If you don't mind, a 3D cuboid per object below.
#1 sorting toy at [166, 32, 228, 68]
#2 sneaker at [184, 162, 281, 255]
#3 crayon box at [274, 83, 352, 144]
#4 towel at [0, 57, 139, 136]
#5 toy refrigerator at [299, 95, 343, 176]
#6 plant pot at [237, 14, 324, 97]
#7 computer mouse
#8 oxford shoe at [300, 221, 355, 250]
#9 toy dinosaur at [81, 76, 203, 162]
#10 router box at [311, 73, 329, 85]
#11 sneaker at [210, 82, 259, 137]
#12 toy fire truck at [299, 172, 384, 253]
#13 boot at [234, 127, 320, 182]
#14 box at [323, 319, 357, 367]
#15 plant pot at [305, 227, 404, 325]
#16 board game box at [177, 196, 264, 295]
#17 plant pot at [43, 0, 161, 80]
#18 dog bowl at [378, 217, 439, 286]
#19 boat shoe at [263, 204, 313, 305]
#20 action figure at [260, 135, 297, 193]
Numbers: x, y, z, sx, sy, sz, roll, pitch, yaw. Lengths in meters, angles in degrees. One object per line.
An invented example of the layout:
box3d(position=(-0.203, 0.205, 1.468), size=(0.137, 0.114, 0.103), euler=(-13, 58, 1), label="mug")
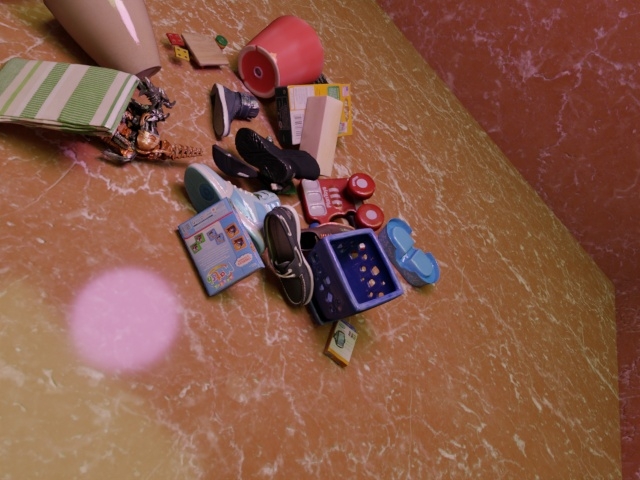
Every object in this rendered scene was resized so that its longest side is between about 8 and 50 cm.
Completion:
box3d(position=(-0.423, -0.666, 1.638), size=(0.274, 0.046, 0.132), euler=(-26, 81, -49), label="sorting toy")
box3d(position=(-0.241, -0.121, 1.360), size=(0.319, 0.127, 0.208), euler=(53, 42, -14), label="sneaker")
box3d(position=(-0.019, -0.482, 1.745), size=(0.323, 0.083, 0.203), euler=(-19, 113, -40), label="crayon box")
box3d(position=(-0.633, -0.351, 1.120), size=(0.324, 0.038, 0.248), euler=(5, 52, -2), label="towel")
box3d(position=(-0.001, -0.371, 1.657), size=(0.094, 0.102, 0.270), euler=(6, 95, -46), label="toy refrigerator")
box3d(position=(-0.163, -0.675, 1.741), size=(0.275, 0.275, 0.243), euler=(47, 51, -5), label="plant pot")
box3d(position=(-0.219, -0.194, 1.387), size=(0.184, 0.060, 0.262), euler=(35, 4, 18), label="computer mouse")
box3d(position=(0.000, 0.000, 1.446), size=(0.271, 0.098, 0.097), euler=(-7, 103, -20), label="oxford shoe")
box3d(position=(-0.495, -0.299, 1.274), size=(0.322, 0.164, 0.218), euler=(30, 58, -49), label="toy dinosaur")
box3d(position=(-0.042, -0.717, 2.018), size=(0.133, 0.046, 0.179), euler=(-19, 76, -48), label="router box")
box3d(position=(-0.280, -0.427, 1.567), size=(0.163, 0.086, 0.226), euler=(11, 54, -34), label="sneaker")
box3d(position=(0.066, -0.091, 1.610), size=(0.253, 0.169, 0.302), euler=(-5, 64, -15), label="toy fire truck")
box3d(position=(-0.135, -0.273, 1.501), size=(0.246, 0.094, 0.207), euler=(40, 25, 18), label="boot")
box3d(position=(0.064, 0.306, 1.401), size=(0.081, 0.028, 0.136), euler=(40, 40, -13), label="box")
box3d(position=(0.071, 0.120, 1.398), size=(0.236, 0.212, 0.236), euler=(-10, 70, -45), label="plant pot")
box3d(position=(-0.264, 0.016, 1.218), size=(0.212, 0.160, 0.039), euler=(62, 8, 12), label="board game box")
box3d(position=(-0.584, -0.598, 1.321), size=(0.274, 0.256, 0.256), euler=(61, 39, -14), label="plant pot")
box3d(position=(0.338, 0.054, 1.792), size=(0.297, 0.074, 0.166), euler=(51, 41, 0), label="dog bowl")
box3d(position=(-0.100, 0.054, 1.308), size=(0.091, 0.114, 0.303), euler=(-32, 109, -61), label="boat shoe")
box3d(position=(-0.161, -0.267, 1.585), size=(0.137, 0.063, 0.232), euler=(6, 55, -36), label="action figure")
